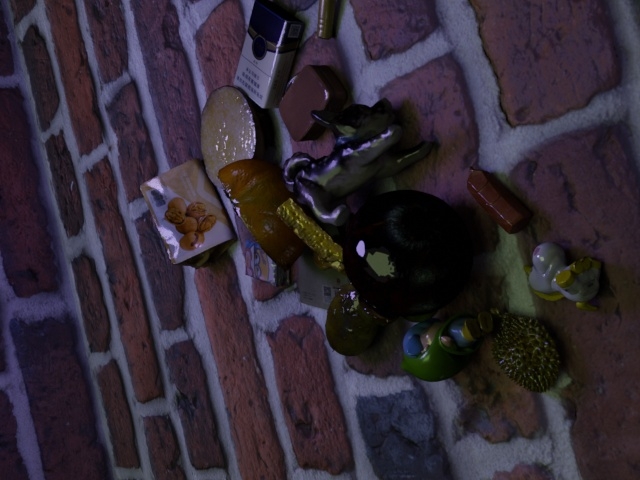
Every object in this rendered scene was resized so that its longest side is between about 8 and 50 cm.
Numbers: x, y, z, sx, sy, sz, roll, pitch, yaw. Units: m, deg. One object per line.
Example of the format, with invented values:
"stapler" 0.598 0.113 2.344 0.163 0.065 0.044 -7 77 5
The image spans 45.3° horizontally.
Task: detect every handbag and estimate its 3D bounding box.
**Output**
"handbag" -0.026 -0.366 2.021 0.193 0.072 0.151 -48 62 44

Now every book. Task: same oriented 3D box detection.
"book" 0.011 0.051 2.098 0.214 0.025 0.283 12 107 45

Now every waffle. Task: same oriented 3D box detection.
"waffle" 0.000 0.000 1.866 0.229 0.219 0.057 45 93 6

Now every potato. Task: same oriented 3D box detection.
"potato" 0.083 0.204 1.978 0.149 0.113 0.251 43 126 23
"potato" -0.236 -0.300 2.241 0.239 0.116 0.299 -9 88 46

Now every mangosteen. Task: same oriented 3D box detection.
"mangosteen" 0.188 0.035 1.708 0.300 0.300 0.300 13 107 47

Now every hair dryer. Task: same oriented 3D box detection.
"hair dryer" 0.012 -0.633 1.890 0.090 0.135 0.279 37 134 39

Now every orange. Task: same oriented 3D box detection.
"orange" -0.149 -0.072 2.043 0.274 0.274 0.310 -23 58 49

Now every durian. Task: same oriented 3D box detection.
"durian" 0.418 0.222 1.616 0.208 0.102 0.146 60 141 27

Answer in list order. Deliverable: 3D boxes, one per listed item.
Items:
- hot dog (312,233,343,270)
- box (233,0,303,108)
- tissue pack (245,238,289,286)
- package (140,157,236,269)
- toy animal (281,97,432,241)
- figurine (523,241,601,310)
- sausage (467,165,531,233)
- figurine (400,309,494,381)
"hot dog" 0.096 0.003 1.949 0.289 0.068 0.083 -23 94 39
"box" -0.147 -0.516 2.126 0.168 0.071 0.259 43 128 36
"tissue pack" -0.158 0.064 2.263 0.155 0.065 0.116 16 109 46
"package" -0.419 -0.073 2.496 0.311 0.221 0.165 62 176 17
"toy animal" 0.056 -0.201 1.849 0.302 0.194 0.344 45 107 37
"figurine" 0.472 0.073 1.534 0.178 0.109 0.130 25 138 47
"sausage" 0.369 -0.090 1.632 0.169 0.065 0.065 52 132 29
"figurine" 0.281 0.232 1.715 0.143 0.162 0.263 60 145 8
